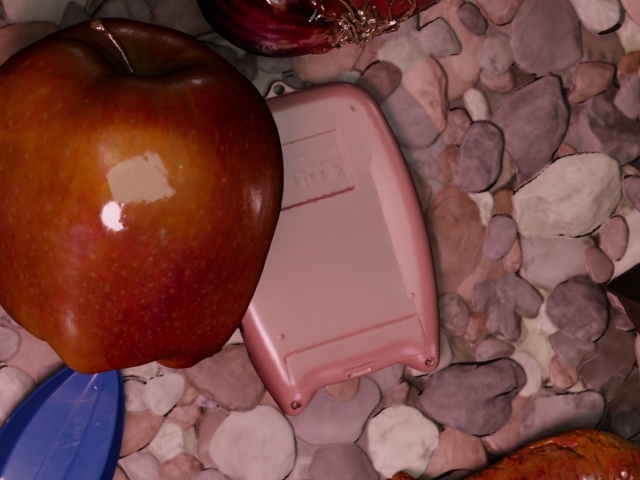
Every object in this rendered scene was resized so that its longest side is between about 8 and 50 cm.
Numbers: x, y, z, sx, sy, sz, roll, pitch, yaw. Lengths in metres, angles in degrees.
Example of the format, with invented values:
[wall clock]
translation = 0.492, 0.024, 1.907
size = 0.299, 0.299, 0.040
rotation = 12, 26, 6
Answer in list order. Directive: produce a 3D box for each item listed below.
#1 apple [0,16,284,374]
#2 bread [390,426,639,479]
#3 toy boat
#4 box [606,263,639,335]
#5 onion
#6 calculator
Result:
[apple]
translation = -0.173, -0.045, 1.665
size = 0.288, 0.288, 0.317
rotation = 2, 109, -11
[bread]
translation = 0.209, 0.278, 1.869
size = 0.268, 0.095, 0.139
rotation = -14, 92, -5
[toy boat]
translation = -0.273, 0.240, 1.781
size = 0.129, 0.088, 0.295
rotation = 29, 80, -12
[box]
translation = 0.455, 0.044, 1.841
size = 0.273, 0.184, 0.143
rotation = -33, 101, -6
[onion]
translation = 0.004, -0.284, 1.706
size = 0.280, 0.221, 0.281
rotation = -2, 79, 12
[calculator]
translation = 0.000, 0.000, 1.819
size = 0.220, 0.048, 0.330
rotation = -17, 97, -7
